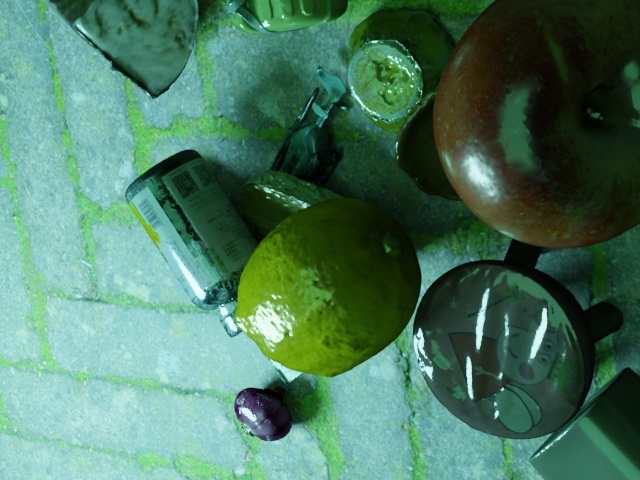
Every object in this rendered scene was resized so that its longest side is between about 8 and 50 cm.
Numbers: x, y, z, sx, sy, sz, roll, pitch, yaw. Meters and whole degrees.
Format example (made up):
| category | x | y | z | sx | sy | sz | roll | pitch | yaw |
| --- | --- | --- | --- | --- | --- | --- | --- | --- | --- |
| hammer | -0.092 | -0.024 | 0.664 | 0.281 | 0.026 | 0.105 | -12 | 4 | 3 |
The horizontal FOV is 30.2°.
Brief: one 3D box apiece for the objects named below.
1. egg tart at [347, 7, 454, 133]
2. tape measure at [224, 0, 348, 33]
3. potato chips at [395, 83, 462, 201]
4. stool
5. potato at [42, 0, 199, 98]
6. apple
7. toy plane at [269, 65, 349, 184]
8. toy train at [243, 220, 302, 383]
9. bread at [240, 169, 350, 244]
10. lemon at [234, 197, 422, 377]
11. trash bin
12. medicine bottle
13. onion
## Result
| category | x | y | z | sx | sy | sz | roll | pitch | yaw |
| --- | --- | --- | --- | --- | --- | --- | --- | --- | --- |
| egg tart | 0.113 | -0.243 | 1.747 | 0.197 | 0.078 | 0.197 | 13 | 119 | 25 |
| tape measure | -0.047 | -0.361 | 1.733 | 0.175 | 0.200 | 0.106 | -3 | 107 | 24 |
| potato chips | 0.211 | -0.155 | 1.720 | 0.195 | 0.062 | 0.208 | 11 | 122 | 4 |
| stool | 0.287 | 0.134 | 1.723 | 0.272 | 0.178 | 0.272 | 12 | 115 | 28 |
| potato | -0.311 | -0.388 | 1.947 | 0.211 | 0.189 | 0.264 | -52 | 36 | 1 |
| apple | 0.312 | -0.163 | 1.516 | 0.348 | 0.277 | 0.349 | -1 | 98 | -5 |
| toy plane | -0.012 | -0.162 | 1.872 | 0.096 | 0.060 | 0.235 | 49 | 131 | 22 |
| toy train | -0.130 | 0.045 | 2.004 | 0.088 | 0.086 | 0.407 | -38 | 86 | 37 |
| bread | 0.000 | 0.000 | 1.898 | 0.286 | 0.056 | 0.207 | 26 | 140 | 8 |
| lemon | 0.009 | 0.072 | 1.735 | 0.320 | 0.245 | 0.245 | -37 | 87 | 39 |
| trash bin | 0.453 | 0.335 | 1.675 | 0.250 | 0.220 | 0.219 | 47 | 130 | 10 |
| medicine bottle | -0.180 | 0.008 | 1.895 | 0.141 | 0.141 | 0.293 | -36 | 87 | 36 |
| onion | -0.098 | 0.299 | 2.087 | 0.115 | 0.115 | 0.104 | 31 | 78 | 18 |
